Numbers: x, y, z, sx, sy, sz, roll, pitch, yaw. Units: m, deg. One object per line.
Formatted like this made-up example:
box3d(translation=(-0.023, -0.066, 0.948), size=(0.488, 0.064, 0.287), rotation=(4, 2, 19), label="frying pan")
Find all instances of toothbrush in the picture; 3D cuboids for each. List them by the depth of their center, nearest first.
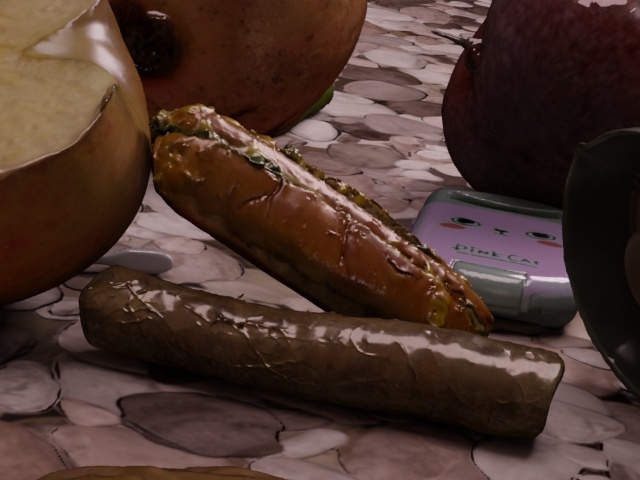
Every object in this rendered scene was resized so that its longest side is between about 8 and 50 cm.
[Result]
box3d(translation=(-0.242, 0.007, 1.123), size=(0.275, 0.019, 0.025), rotation=(4, 10, -14), label="toothbrush")

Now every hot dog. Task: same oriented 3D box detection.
box3d(translation=(0.000, 0.000, 1.025), size=(0.269, 0.072, 0.115), rotation=(34, 21, -17), label="hot dog")

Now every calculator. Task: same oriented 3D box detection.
box3d(translation=(0.137, 0.010, 1.240), size=(0.141, 0.045, 0.246), rotation=(12, 18, 9), label="calculator")

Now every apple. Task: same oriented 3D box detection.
box3d(translation=(-0.235, -0.051, 1.045), size=(0.251, 0.163, 0.293), rotation=(-14, 36, -2), label="apple")

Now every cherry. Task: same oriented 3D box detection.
box3d(translation=(0.239, -0.122, 1.359), size=(0.307, 0.261, 0.221), rotation=(31, 53, 4), label="cherry")

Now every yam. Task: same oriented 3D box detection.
box3d(translation=(-0.003, 0.069, 0.974), size=(0.299, 0.066, 0.066), rotation=(11, 19, 7), label="yam")

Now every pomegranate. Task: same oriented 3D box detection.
box3d(translation=(-0.118, -0.232, 1.440), size=(0.322, 0.322, 0.322), rotation=(7, 18, -3), label="pomegranate")

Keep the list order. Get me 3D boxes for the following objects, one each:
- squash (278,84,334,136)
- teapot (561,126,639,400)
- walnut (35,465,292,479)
box3d(translation=(-0.030, -0.142, 1.617), size=(0.052, 0.052, 0.183), rotation=(14, 22, 16), label="squash")
box3d(translation=(0.367, -0.002, 1.056), size=(0.344, 0.253, 0.300), rotation=(-18, 61, -22), label="teapot")
box3d(translation=(-0.032, 0.167, 0.485), size=(0.213, 0.213, 0.213), rotation=(7, 18, -3), label="walnut")
